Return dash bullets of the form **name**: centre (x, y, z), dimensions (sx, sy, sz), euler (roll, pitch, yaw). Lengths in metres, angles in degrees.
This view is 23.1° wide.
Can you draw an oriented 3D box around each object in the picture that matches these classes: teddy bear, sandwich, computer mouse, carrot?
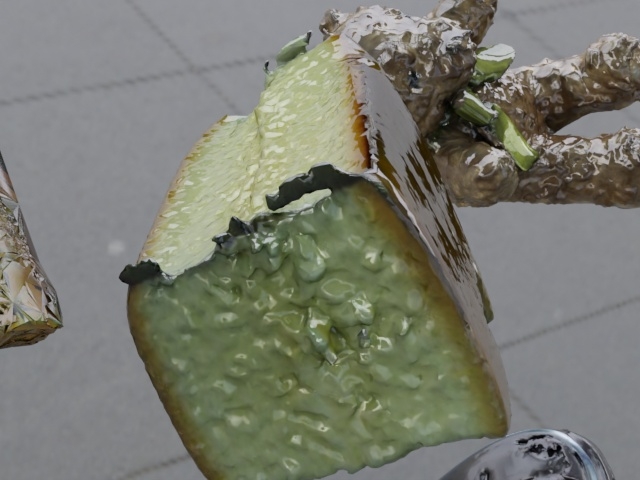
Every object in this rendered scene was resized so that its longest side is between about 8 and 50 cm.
- **teddy bear**: centre (0.155, -0.139, 1.416), dimensions (0.296, 0.222, 0.246), euler (-9, 61, 15)
- **sandwich**: centre (0.000, 0.000, 0.667), dimensions (0.122, 0.128, 0.236), euler (-21, 19, 11)
- **computer mouse**: centre (0.148, 0.239, 1.299), dimensions (0.096, 0.233, 0.137), euler (5, 59, -33)
- **carrot**: centre (-0.249, -0.023, 1.127), dimensions (0.069, 0.069, 0.229), euler (-14, 67, -35)
